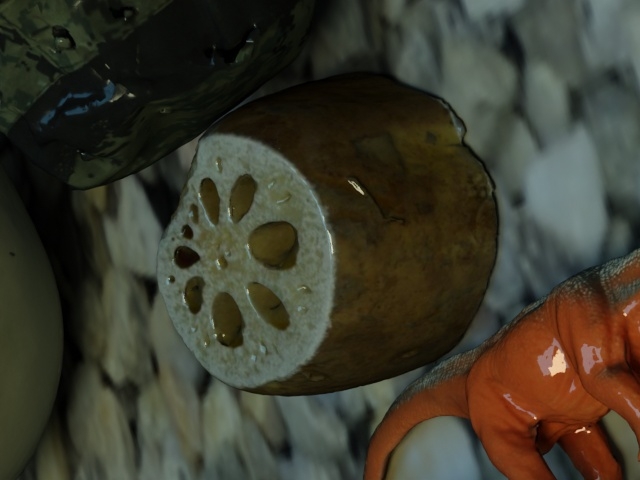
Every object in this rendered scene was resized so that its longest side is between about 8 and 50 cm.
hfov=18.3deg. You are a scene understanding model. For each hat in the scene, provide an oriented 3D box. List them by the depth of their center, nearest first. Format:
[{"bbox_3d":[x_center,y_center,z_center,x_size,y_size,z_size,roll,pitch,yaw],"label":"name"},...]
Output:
[{"bbox_3d":[-0.078,-0.094,0.737,0.128,0.265,0.265,51,140,-6],"label":"hat"}]

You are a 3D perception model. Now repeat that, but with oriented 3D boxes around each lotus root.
[{"bbox_3d":[0.002,0.002,0.734,0.112,0.081,0.122,47,130,28],"label":"lotus root"}]

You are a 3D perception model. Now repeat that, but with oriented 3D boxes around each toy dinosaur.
[{"bbox_3d":[0.077,0.060,0.662,0.279,0.055,0.101,-50,47,45],"label":"toy dinosaur"}]

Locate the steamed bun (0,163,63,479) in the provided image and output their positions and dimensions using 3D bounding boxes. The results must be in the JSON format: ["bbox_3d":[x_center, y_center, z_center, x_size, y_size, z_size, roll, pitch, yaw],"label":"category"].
[{"bbox_3d":[-0.255,0.005,0.906,0.324,0.206,0.324,37,157,19],"label":"steamed bun"}]
